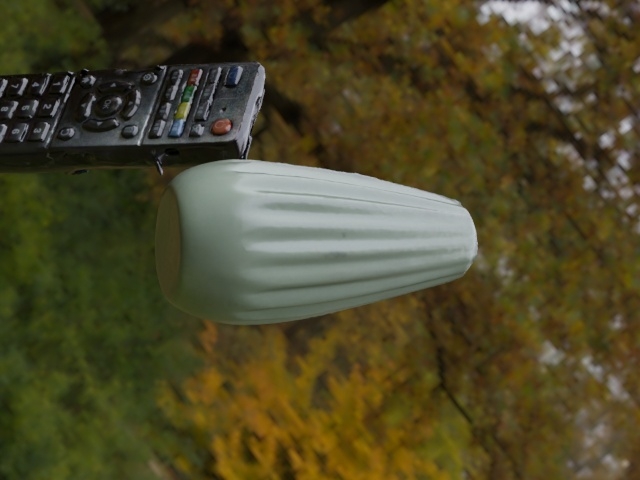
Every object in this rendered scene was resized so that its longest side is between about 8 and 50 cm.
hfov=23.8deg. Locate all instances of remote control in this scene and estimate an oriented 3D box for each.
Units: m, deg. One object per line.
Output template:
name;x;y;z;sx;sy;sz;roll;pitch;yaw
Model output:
remote control;-0.251;-0.124;1.667;0.398;0.145;0.062;0;-37;20

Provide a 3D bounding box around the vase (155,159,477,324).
vase;0.000;0.000;1.190;0.128;0.248;0.128;179;-90;-70
